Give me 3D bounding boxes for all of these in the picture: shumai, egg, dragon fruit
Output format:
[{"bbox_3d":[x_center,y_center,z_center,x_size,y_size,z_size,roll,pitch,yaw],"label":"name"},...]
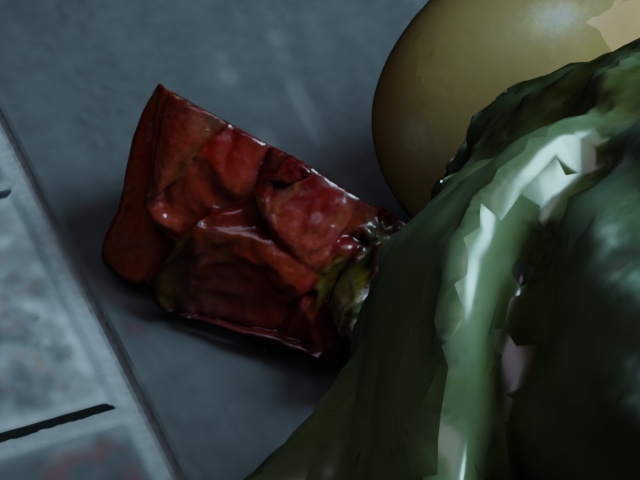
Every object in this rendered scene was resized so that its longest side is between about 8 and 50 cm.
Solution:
[{"bbox_3d":[0.086,0.156,0.555,0.348,0.395,0.395,-40,58,-11],"label":"shumai"},{"bbox_3d":[0.144,-0.063,0.833,0.244,0.201,0.201,-7,46,-10],"label":"egg"},{"bbox_3d":[-0.010,0.017,0.844,0.192,0.122,0.092,29,88,16],"label":"dragon fruit"}]
